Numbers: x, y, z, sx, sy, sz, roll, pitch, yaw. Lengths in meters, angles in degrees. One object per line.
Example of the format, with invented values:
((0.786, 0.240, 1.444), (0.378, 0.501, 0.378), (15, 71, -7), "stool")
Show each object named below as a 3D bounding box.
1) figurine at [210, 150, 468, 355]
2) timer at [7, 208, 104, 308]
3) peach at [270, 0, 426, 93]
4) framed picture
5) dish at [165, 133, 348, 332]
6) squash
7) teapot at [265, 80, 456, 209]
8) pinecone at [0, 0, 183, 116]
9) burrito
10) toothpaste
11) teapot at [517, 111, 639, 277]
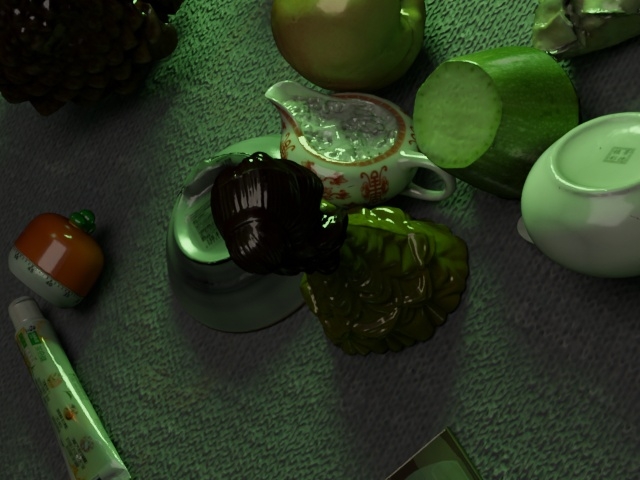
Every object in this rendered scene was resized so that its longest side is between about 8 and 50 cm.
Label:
((0.000, -0.004, 1.676), (0.187, 0.315, 0.168), (2, 70, 35), "figurine")
((-0.330, 0.013, 2.037), (0.136, 0.099, 0.136), (-6, 75, 25), "timer")
((0.029, -0.258, 1.870), (0.184, 0.184, 0.184), (-15, 61, 29), "peach")
((0.128, 0.307, 1.638), (0.136, 0.010, 0.201), (-42, 52, 12), "framed picture")
((-0.098, -0.025, 1.905), (0.260, 0.085, 0.260), (-15, 60, 28), "dish")
((0.183, -0.131, 1.710), (0.170, 0.123, 0.170), (-4, 84, 42), "squash")
((0.046, -0.099, 1.818), (0.246, 0.116, 0.159), (17, 38, 21), "teapot")
((-0.352, -0.374, 2.091), (0.384, 0.384, 0.384), (-15, 61, 29), "pinecone")
((0.373, -0.311, 1.707), (0.348, 0.107, 0.175), (-25, 72, 25), "burrito")
((-0.319, 0.193, 1.978), (0.056, 0.058, 0.314), (-15, 53, -23), "toothpaste")
((0.314, -0.034, 1.594), (0.298, 0.139, 0.204), (19, 48, 42), "teapot")
